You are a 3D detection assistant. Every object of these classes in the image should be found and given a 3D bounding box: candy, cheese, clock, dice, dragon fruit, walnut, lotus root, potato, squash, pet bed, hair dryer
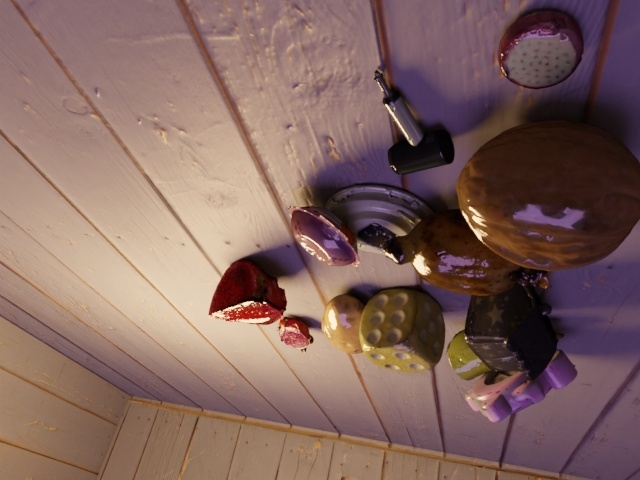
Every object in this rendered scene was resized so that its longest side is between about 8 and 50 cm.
[{"bbox_3d":[0.280,-0.240,0.706,0.103,0.043,0.103,11,151,6],"label":"candy"},{"bbox_3d":[0.000,0.000,1.166,0.189,0.074,0.286,41,166,1],"label":"cheese"},{"bbox_3d":[0.120,-0.026,1.135,0.237,0.053,0.236,10,150,6],"label":"clock"},{"bbox_3d":[0.210,0.231,1.415,0.166,0.169,0.169,-11,142,36],"label":"dice"},{"bbox_3d":[-0.074,0.284,1.742,0.126,0.068,0.112,33,137,-7],"label":"dragon fruit"},{"bbox_3d":[-0.181,0.140,1.465,0.163,0.189,0.262,-13,175,-38],"label":"dragon fruit"},{"bbox_3d":[0.330,-0.068,0.816,0.261,0.224,0.225,7,150,24],"label":"walnut"},{"bbox_3d":[0.275,0.018,1.044,0.314,0.141,0.169,8,135,-1],"label":"lotus root"},{"bbox_3d":[0.502,0.363,1.420,0.090,0.248,0.227,56,175,4],"label":"clock"},{"bbox_3d":[0.083,0.236,1.523,0.161,0.128,0.234,10,145,-1],"label":"potato"},{"bbox_3d":[0.474,0.253,1.428,0.137,0.137,0.287,32,132,-28],"label":"squash"},{"bbox_3d":[0.442,0.193,1.244,0.159,0.183,0.211,-4,144,39],"label":"pet bed"},{"bbox_3d":[0.128,-0.187,0.871,0.100,0.057,0.197,-10,134,35],"label":"hair dryer"}]
